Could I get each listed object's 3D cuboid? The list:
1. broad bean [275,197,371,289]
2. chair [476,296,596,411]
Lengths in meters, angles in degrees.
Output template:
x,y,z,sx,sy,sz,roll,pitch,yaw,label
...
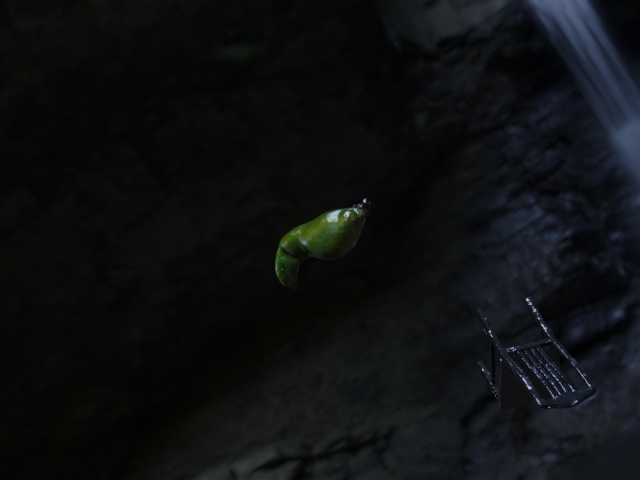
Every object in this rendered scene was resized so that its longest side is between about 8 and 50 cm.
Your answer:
x,y,z,sx,sy,sz,roll,pitch,yaw,label
0.000,0.000,1.614,0.048,0.070,0.213,-17,-14,-38,broad bean
0.260,0.170,1.502,0.084,0.101,0.212,-13,33,-9,chair
